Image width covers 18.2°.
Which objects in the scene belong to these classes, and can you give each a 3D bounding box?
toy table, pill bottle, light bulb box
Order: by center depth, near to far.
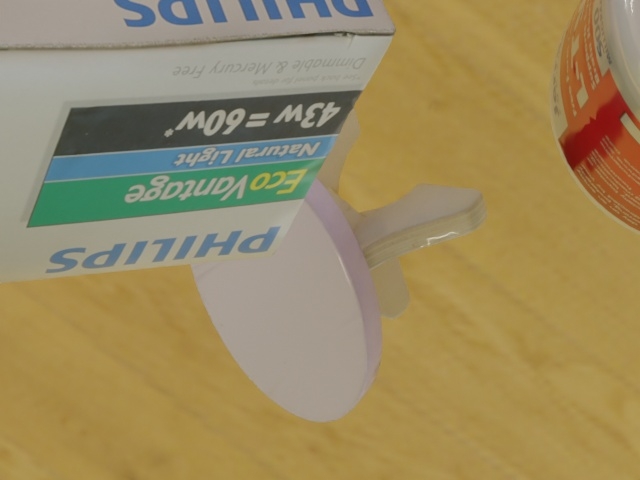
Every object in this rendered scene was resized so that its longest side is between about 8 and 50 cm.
[{"bbox_3d":[-0.203,-0.179,1.214,0.358,0.361,0.225,-6,146,-30],"label":"light bulb box"},{"bbox_3d":[0.284,-0.118,1.400,0.229,0.407,0.229,0,81,-1],"label":"pill bottle"},{"bbox_3d":[0.000,0.000,1.729,0.252,0.161,0.274,18,133,27],"label":"toy table"}]
